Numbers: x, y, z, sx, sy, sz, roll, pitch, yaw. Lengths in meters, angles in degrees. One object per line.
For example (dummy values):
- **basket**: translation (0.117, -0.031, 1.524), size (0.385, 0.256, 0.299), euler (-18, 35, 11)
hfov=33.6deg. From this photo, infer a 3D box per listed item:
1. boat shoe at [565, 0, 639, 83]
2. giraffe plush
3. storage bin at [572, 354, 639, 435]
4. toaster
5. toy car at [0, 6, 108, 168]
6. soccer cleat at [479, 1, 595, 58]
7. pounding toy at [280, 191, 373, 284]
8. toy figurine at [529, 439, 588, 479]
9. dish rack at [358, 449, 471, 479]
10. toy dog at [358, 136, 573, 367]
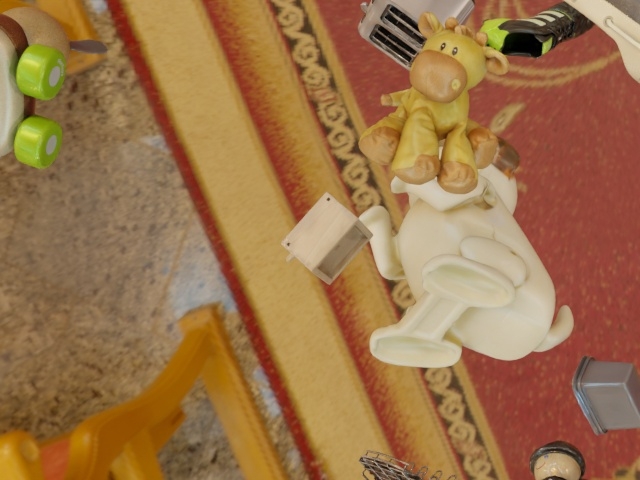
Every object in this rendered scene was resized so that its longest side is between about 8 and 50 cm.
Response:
- **boat shoe**: translation (0.135, -0.080, 0.410), size (0.137, 0.049, 0.043), euler (57, 130, 30)
- **giraffe plush**: translation (0.161, -0.190, 1.369), size (0.181, 0.210, 0.170), euler (15, 133, -1)
- **storage bin**: translation (0.506, 0.261, 1.810), size (0.091, 0.098, 0.135), euler (-6, 124, 40)
- **toaster**: translation (0.167, -0.388, 1.833), size (0.185, 0.168, 0.110), euler (36, 72, -2)
- **toy car**: translation (-0.312, -0.182, 1.108), size (0.155, 0.188, 0.149), euler (19, 123, 10)
- **soccer cleat**: translation (0.292, -0.269, 1.381), size (0.178, 0.072, 0.060), euler (-15, 131, -16)
- **pounding toy**: translation (0.000, 0.000, 1.707), size (0.100, 0.141, 0.130), euler (42, 90, 21)
- **toy figurine**: translation (0.315, 0.324, 1.112), size (0.213, 0.148, 0.210), euler (-1, 121, 16)
- **dish rack**: translation (0.179, 0.373, 1.454), size (0.271, 0.208, 0.074), euler (47, 69, -16)
- **toy dog**: translation (0.268, -0.011, 1.874), size (0.395, 0.408, 0.285), euler (8, 138, -11)
